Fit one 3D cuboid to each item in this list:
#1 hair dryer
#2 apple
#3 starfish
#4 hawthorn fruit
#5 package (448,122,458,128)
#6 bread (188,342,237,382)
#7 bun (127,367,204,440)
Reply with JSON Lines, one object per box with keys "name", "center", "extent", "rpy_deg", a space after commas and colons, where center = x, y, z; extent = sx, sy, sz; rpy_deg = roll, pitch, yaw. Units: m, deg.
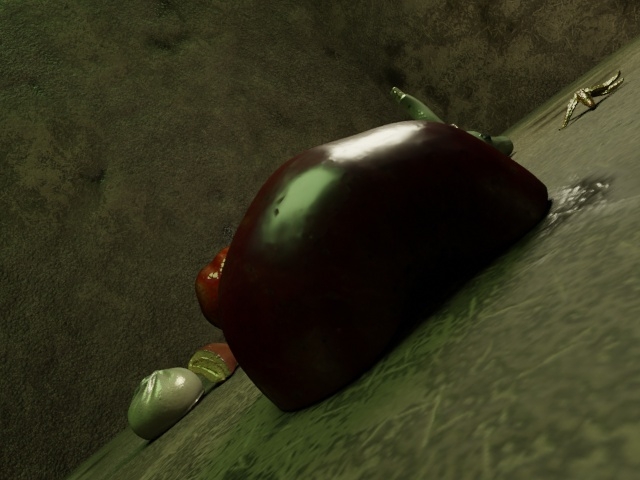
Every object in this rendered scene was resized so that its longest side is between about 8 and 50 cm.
{"name": "hair dryer", "center": [0.338, -0.250, 1.114], "extent": [0.295, 0.298, 0.119], "rpy_deg": [2, -41, -34]}
{"name": "apple", "center": [0.054, 0.022, 0.544], "extent": [0.328, 0.295, 0.365], "rpy_deg": [0, -3, -3]}
{"name": "starfish", "center": [0.494, -0.263, 0.900], "extent": [0.133, 0.041, 0.130], "rpy_deg": [-37, -3, -6]}
{"name": "hawthorn fruit", "center": [-0.216, 0.160, 1.433], "extent": [0.287, 0.287, 0.330], "rpy_deg": [-37, 33, -25]}
{"name": "package", "center": [0.469, -0.258, 1.829], "extent": [0.311, 0.221, 0.165], "rpy_deg": [-36, 39, 24]}
{"name": "bread", "center": [-0.258, 0.293, 1.149], "extent": [0.192, 0.119, 0.067], "rpy_deg": [171, 109, -87]}
{"name": "bun", "center": [-0.356, 0.354, 1.059], "extent": [0.172, 0.120, 0.173], "rpy_deg": [-37, 1, 1]}
